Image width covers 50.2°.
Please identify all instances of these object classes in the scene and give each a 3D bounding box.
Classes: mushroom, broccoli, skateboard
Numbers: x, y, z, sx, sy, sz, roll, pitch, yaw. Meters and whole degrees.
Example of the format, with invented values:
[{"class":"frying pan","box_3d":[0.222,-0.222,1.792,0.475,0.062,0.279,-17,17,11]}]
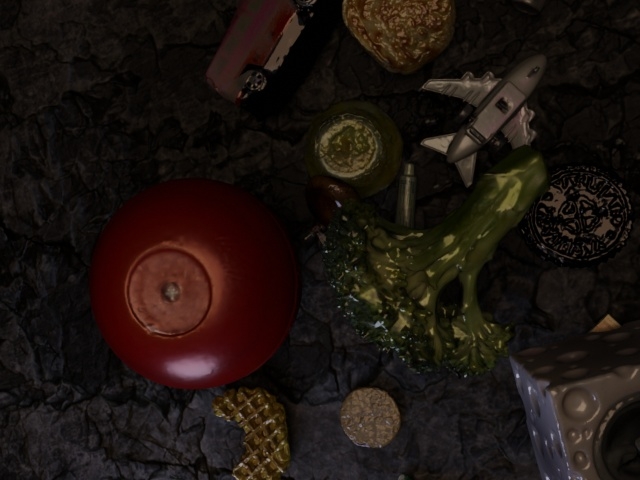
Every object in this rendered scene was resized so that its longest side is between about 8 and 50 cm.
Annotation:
[{"class":"mushroom","box_3d":[0.021,-0.068,1.253,0.123,0.123,0.052,21,56,12]},{"class":"broccoli","box_3d":[0.176,0.001,1.134,0.275,0.353,0.397,49,126,51]},{"class":"skateboard","box_3d":[0.000,0.000,1.270,0.032,0.083,0.064,-36,83,11]}]

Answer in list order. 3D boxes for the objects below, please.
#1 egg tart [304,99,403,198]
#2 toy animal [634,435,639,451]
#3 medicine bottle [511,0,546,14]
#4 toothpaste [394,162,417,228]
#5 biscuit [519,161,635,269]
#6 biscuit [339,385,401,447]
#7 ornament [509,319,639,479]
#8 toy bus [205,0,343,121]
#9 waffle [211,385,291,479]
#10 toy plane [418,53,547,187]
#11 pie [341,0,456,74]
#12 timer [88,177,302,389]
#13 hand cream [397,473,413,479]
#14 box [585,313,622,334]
[{"class":"egg tart","box_3d":[0.059,-0.171,1.259,0.197,0.078,0.197,0,90,11]},{"class":"toy animal","box_3d":[0.544,0.282,0.880,0.251,0.125,0.127,12,62,-17]},{"class":"medicine bottle","box_3d":[0.400,-0.495,1.185,0.057,0.057,0.199,27,97,12]},{"class":"toothpaste","box_3d":[0.156,-0.044,1.261,0.048,0.029,0.197,6,95,15]},{"class":"biscuit","box_3d":[0.439,-0.043,1.180,0.194,0.053,0.195,0,91,13]},{"class":"biscuit","box_3d":[0.093,0.332,1.284,0.120,0.015,0.120,0,90,14]},{"class":"ornament","box_3d":[0.461,0.281,1.054,0.239,0.240,0.239,-15,93,2]},{"class":"toy bus","box_3d":[-0.084,-0.377,1.265,0.147,0.127,0.303,33,97,14]},{"class":"waffle","box_3d":[-0.131,0.376,1.321,0.148,0.051,0.194,-4,94,14]},{"class":"toy plane","box_3d":[0.304,-0.222,1.188,0.251,0.101,0.255,42,99,-2]},{"class":"pie","box_3d":[0.144,-0.407,1.233,0.205,0.084,0.179,46,101,7]},{"class":"timer","box_3d":[-0.223,0.076,1.227,0.377,0.279,0.378,0,91,11]},{"class":"hand cream","box_3d":[0.253,0.524,1.230,0.276,0.059,0.095,22,93,17]},{"class":"box","box_3d":[0.512,0.179,1.184,0.093,0.015,0.058,44,97,10]}]
